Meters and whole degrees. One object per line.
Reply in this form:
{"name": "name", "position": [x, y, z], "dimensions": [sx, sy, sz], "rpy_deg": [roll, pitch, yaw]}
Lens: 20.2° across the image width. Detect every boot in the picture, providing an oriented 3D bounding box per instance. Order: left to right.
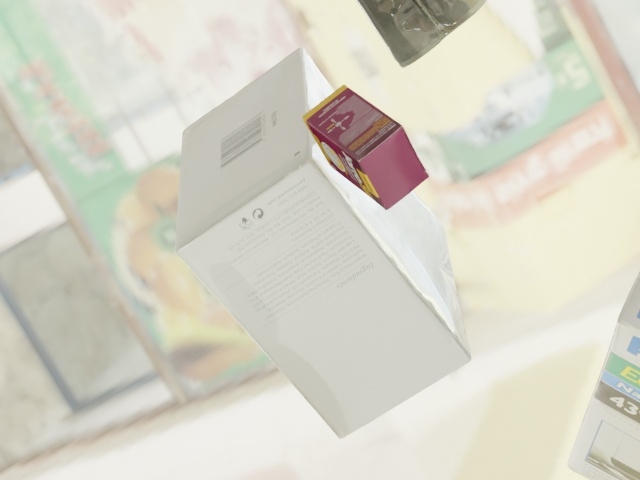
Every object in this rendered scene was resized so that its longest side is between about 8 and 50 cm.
{"name": "boot", "position": [0.019, -0.236, 1.528], "dimensions": [0.190, 0.208, 0.076], "rpy_deg": [-33, -155, 0]}

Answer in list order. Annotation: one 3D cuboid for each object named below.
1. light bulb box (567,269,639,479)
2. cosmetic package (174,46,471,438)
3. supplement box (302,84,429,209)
{"name": "light bulb box", "position": [0.381, 0.032, 1.427], "dimensions": [0.358, 0.225, 0.361], "rpy_deg": [-60, 168, -19]}
{"name": "cosmetic package", "position": [0.000, 0.000, 1.487], "dimensions": [0.138, 0.224, 0.224], "rpy_deg": [-34, -156, 15]}
{"name": "supplement box", "position": [0.032, -0.067, 1.297], "dimensions": [0.043, 0.055, 0.083], "rpy_deg": [-38, -141, -10]}
